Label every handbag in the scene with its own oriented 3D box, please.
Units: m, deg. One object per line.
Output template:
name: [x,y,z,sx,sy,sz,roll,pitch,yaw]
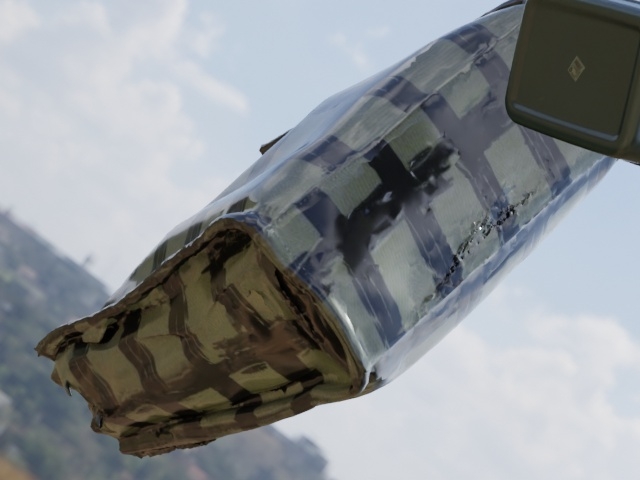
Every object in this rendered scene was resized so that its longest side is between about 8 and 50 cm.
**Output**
handbag: [0.000,0.000,1.242,0.327,0.325,0.162,-22,-77,51]

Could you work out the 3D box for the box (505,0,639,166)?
box: [0.156,-0.096,1.053,0.031,0.091,0.126,4,14,-32]
